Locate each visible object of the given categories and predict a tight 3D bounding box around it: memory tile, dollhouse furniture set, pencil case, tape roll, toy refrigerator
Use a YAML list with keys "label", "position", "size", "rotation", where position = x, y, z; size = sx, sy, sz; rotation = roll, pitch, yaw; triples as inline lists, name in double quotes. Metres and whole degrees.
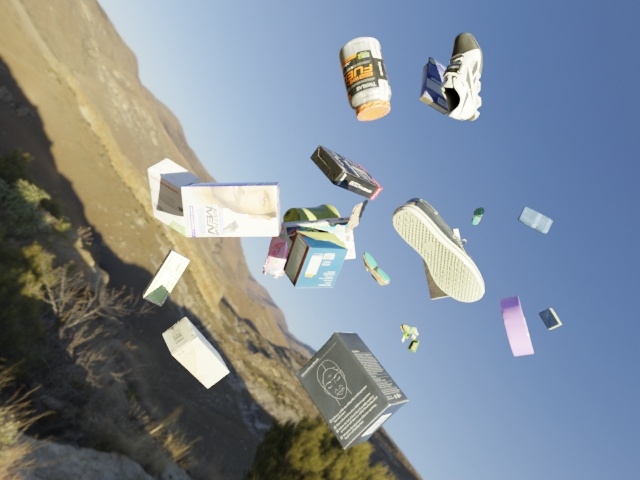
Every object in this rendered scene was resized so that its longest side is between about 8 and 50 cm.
- label: "memory tile"
  position: [0.150, -0.101, 1.848]
  size: [0.012, 0.113, 0.148]
  rotation: [36, -47, 16]
- label: "dollhouse furniture set"
  position: [0.415, 0.455, 2.041]
  size: [0.076, 0.059, 0.152]
  rotation: [14, -32, 35]
- label: "pencil case"
  position: [-0.216, 0.047, 2.273]
  size: [0.124, 0.124, 0.284]
  rotation: [34, -70, 63]
- label: "tape roll"
  position: [0.932, 0.405, 2.085]
  size: [0.275, 0.090, 0.275]
  rotation: [46, 35, -47]
- label: "toy refrigerator"
  position: [-0.781, 0.187, 2.215]
  size: [0.102, 0.270, 0.094]
  rotation: [34, -7, -24]

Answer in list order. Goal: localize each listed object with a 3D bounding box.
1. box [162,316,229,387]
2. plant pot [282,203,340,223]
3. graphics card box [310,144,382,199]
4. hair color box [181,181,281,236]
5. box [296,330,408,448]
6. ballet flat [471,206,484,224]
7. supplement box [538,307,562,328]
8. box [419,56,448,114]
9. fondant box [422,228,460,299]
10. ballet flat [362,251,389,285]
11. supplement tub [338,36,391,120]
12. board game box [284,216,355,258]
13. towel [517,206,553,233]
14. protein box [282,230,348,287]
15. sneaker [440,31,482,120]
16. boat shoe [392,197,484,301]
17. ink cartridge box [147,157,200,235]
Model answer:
- label: "box"
  position: [-0.533, 0.489, 1.895]
  size: [0.148, 0.121, 0.311]
  rotation: [40, -19, 45]
- label: "plant pot"
  position: [-0.068, -0.081, 2.454]
  size: [0.276, 0.253, 0.277]
  rotation: [-4, -96, 46]
- label: "graphics card box"
  position: [0.139, -0.345, 2.262]
  size: [0.370, 0.094, 0.233]
  rotation: [13, 33, -52]
- label: "hair color box"
  position: [-0.316, -0.113, 1.582]
  size: [0.110, 0.338, 0.185]
  rotation: [-89, 178, -76]
- label: "box"
  position: [0.134, 0.655, 1.960]
  size: [0.395, 0.294, 0.212]
  rotation: [50, 17, 31]
- label: "ballet flat"
  position: [0.703, -0.119, 1.956]
  size: [0.041, 0.041, 0.114]
  rotation: [52, -23, 30]
- label: "supplement box"
  position: [1.069, 0.365, 2.040]
  size: [0.083, 0.056, 0.083]
  rotation: [15, 46, -52]
- label: "box"
  position: [0.486, -0.650, 1.835]
  size: [0.136, 0.226, 0.036]
  rotation: [23, -26, -21]
- label: "fondant box"
  position: [0.644, 0.128, 2.286]
  size: [0.238, 0.096, 0.331]
  rotation: [148, -66, -66]
- label: "ballet flat"
  position: [0.280, 0.157, 2.326]
  size: [0.206, 0.073, 0.067]
  rotation: [52, -50, 12]
- label: "supplement tub"
  position: [0.201, -0.707, 1.938]
  size: [0.193, 0.193, 0.316]
  rotation: [134, -56, -77]
- label: "board game box"
  position: [0.000, 0.000, 2.015]
  size: [0.053, 0.304, 0.193]
  rotation: [-77, 161, -64]
- label: "towel"
  position: [0.831, -0.078, 1.699]
  size: [0.119, 0.067, 0.029]
  rotation: [31, -9, 10]
- label: "protein box"
  position: [-0.023, 0.083, 1.870]
  size: [0.136, 0.199, 0.201]
  rotation: [50, -53, 45]
- label: "sneaker"
  position: [0.530, -0.631, 1.679]
  size: [0.122, 0.146, 0.331]
  rotation: [2, -82, 64]
- label: "boat shoe"
  position: [0.477, 0.034, 1.717]
  size: [0.500, 0.156, 0.186]
  rotation: [48, -47, -9]
- label: "ink cartridge box"
  position: [-0.625, -0.185, 1.896]
  size: [0.198, 0.115, 0.273]
  rotation: [30, -42, 15]
